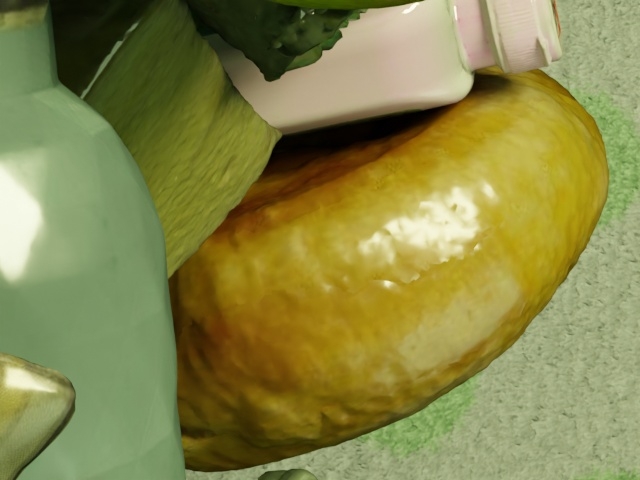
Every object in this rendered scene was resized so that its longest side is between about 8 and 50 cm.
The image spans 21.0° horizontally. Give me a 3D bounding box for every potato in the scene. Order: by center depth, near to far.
[{"bbox_3d":[-0.112,-0.047,0.683,0.269,0.112,0.255,-53,170,-31],"label":"potato"}]

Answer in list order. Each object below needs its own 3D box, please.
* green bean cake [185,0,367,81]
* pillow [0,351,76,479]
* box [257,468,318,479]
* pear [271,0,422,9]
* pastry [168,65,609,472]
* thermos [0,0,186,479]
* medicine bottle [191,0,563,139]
[{"bbox_3d":[0.046,-0.210,0.721,0.241,0.132,0.255,-50,179,37],"label":"green bean cake"},{"bbox_3d":[-0.193,0.067,0.376,0.208,0.212,0.052,-52,-152,17],"label":"pillow"},{"bbox_3d":[-0.192,0.293,1.136,0.344,0.177,0.352,-8,-171,17],"label":"box"},{"bbox_3d":[0.003,-0.157,0.485,0.187,0.187,0.219,-53,164,30],"label":"pear"},{"bbox_3d":[0.000,0.000,0.986,0.356,0.164,0.356,-15,-162,5],"label":"pastry"},{"bbox_3d":[-0.124,0.036,0.492,0.182,0.145,0.286,-19,109,-49],"label":"thermos"},{"bbox_3d":[0.012,-0.100,0.890,0.219,0.078,0.115,-11,-164,12],"label":"medicine bottle"}]
